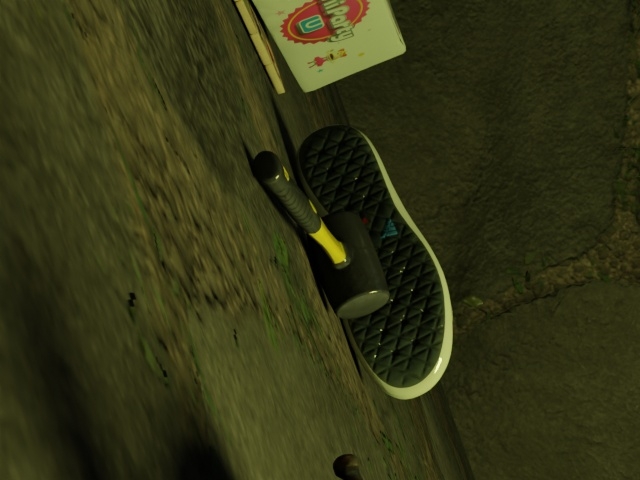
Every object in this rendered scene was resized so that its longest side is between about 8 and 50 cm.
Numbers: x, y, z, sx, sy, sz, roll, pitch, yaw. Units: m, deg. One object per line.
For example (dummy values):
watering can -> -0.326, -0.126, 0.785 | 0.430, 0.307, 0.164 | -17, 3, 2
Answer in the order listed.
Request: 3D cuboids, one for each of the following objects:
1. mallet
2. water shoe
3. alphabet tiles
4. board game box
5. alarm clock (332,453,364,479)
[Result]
mallet -> 0.000, 0.000, 0.881 | 0.189, 0.039, 0.062 | 43, 25, -72
water shoe -> 0.042, 0.016, 1.063 | 0.080, 0.073, 0.203 | 66, 6, -67
alphabet tiles -> -0.081, -0.250, 1.127 | 0.198, 0.009, 0.237 | 63, 8, -60
board game box -> -0.038, -0.300, 1.198 | 0.224, 0.097, 0.303 | 57, 13, -69
alarm clock -> 0.043, 0.156, 0.408 | 0.192, 0.064, 0.129 | 63, -2, -7
